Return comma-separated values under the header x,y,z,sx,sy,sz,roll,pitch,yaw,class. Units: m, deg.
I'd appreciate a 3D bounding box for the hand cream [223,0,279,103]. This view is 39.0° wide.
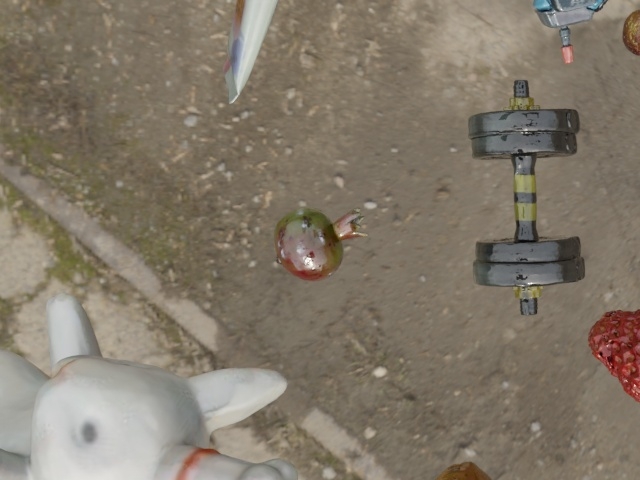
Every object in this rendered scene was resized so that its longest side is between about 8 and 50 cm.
x,y,z,sx,sy,sz,roll,pitch,yaw,class
-0.064,-0.337,1.082,0.077,0.124,0.341,13,119,-20,hand cream

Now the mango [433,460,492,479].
x,y,z,sx,sy,sz,roll,pitch,yaw,class
0.256,0.501,1.497,0.136,0.166,0.236,-42,95,21,mango

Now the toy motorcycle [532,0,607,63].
x,y,z,sx,sy,sz,roll,pitch,yaw,class
0.367,-0.307,1.039,0.272,0.123,0.182,-14,109,2,toy motorcycle

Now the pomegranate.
x,y,z,sx,sy,sz,roll,pitch,yaw,class
0.000,0.007,1.522,0.159,0.129,0.129,1,96,2,pomegranate

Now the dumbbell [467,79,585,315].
x,y,z,sx,sy,sz,roll,pitch,yaw,class
0.340,-0.070,1.498,0.185,0.185,0.388,-1,93,25,dumbbell

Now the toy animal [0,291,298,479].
x,y,z,sx,sy,sz,roll,pitch,yaw,class
-0.140,0.110,0.530,0.282,0.140,0.138,-20,122,32,toy animal

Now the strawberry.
x,y,z,sx,sy,sz,roll,pitch,yaw,class
0.570,0.212,1.587,0.236,0.111,0.190,25,114,32,strawberry

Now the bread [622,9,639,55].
x,y,z,sx,sy,sz,roll,pitch,yaw,class
0.583,-0.375,1.639,0.085,0.053,0.085,172,90,-67,bread
